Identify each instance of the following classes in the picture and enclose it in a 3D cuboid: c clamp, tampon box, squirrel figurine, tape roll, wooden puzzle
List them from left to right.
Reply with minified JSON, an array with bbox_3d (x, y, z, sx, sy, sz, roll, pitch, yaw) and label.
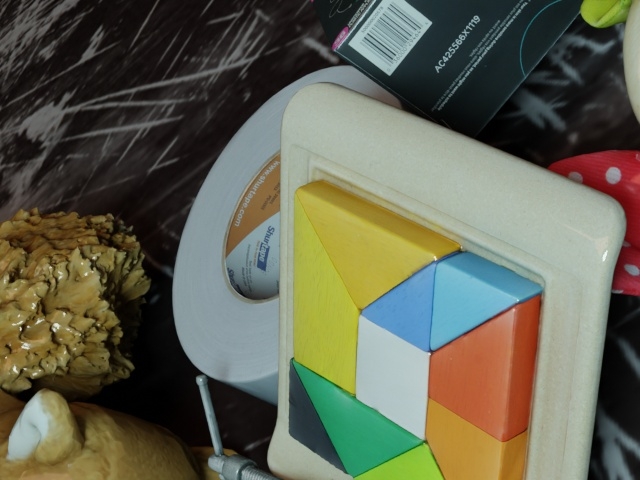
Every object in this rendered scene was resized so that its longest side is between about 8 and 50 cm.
[{"bbox_3d":[-0.241,0.136,0.972,0.370,0.281,0.397,-17,57,36],"label":"squirrel figurine"},{"bbox_3d":[-0.014,0.159,0.808,0.022,0.137,0.160,-27,28,-32],"label":"c clamp"},{"bbox_3d":[0.000,0.000,0.925,0.219,0.072,0.219,-29,46,35],"label":"tape roll"},{"bbox_3d":[0.045,0.061,0.729,0.221,0.044,0.239,28,122,42],"label":"wooden puzzle"},{"bbox_3d":[0.073,-0.151,0.875,0.120,0.101,0.161,-51,18,13],"label":"tampon box"}]

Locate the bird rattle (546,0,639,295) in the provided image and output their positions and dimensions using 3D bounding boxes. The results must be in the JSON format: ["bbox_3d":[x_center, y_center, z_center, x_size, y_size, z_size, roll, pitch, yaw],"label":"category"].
[{"bbox_3d":[0.206,-0.088,0.695,0.207,0.143,0.254,-11,60,28],"label":"bird rattle"}]
